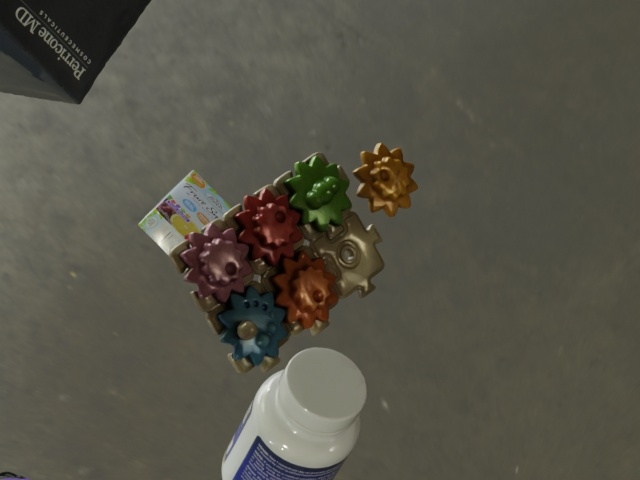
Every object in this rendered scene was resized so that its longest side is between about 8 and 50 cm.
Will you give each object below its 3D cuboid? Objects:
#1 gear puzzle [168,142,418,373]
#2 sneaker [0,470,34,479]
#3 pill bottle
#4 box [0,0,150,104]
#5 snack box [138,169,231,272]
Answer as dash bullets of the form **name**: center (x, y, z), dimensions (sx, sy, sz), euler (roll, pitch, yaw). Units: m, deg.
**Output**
- **gear puzzle**: center (0.000, 0.000, 1.756), dimensions (0.339, 0.044, 0.175), euler (-36, 102, -33)
- **sneaker**: center (-0.286, 0.292, 1.660), dimensions (0.146, 0.293, 0.102), euler (18, 95, 50)
- **pill bottle**: center (-0.023, 0.193, 1.576), dimensions (0.112, 0.187, 0.112), euler (12, 49, -14)
- **box**: center (-0.285, -0.353, 1.420), dimensions (0.179, 0.343, 0.312), euler (12, 63, 47)
- **snack box**: center (-0.155, -0.020, 1.937), dimensions (0.037, 0.141, 0.100), euler (-41, 96, 26)
